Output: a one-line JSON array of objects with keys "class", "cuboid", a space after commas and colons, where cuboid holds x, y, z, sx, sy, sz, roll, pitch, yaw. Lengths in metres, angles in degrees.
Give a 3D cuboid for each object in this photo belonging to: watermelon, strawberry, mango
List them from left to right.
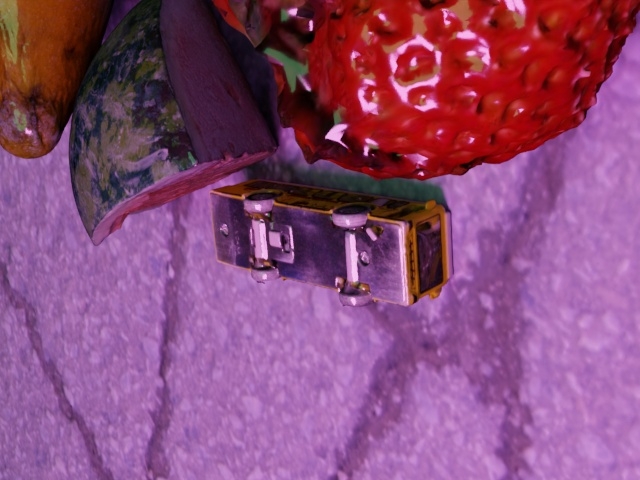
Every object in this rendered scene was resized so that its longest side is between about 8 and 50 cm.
[{"class": "mango", "cuboid": [-0.253, -0.223, 0.957, 0.193, 0.146, 0.316, 133, 135, -73]}, {"class": "watermelon", "cuboid": [-0.142, -0.096, 0.935, 0.176, 0.256, 0.260, 36, 136, -30]}, {"class": "strawberry", "cuboid": [0.087, -0.172, 0.627, 0.288, 0.238, 0.250, -43, 77, 15]}]

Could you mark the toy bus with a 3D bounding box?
[{"class": "toy bus", "cuboid": [0.000, 0.000, 0.877, 0.226, 0.074, 0.081, 9, 109, 43]}]
